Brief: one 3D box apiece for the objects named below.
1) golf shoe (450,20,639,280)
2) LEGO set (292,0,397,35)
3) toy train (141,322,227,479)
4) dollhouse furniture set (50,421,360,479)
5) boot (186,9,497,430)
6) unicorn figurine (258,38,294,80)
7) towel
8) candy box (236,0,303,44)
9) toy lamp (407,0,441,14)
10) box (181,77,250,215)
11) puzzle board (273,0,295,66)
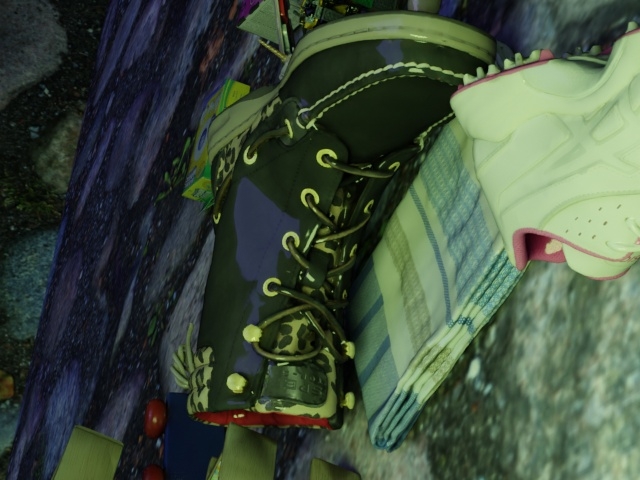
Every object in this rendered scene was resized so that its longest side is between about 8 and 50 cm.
[{"bbox_3d":[0.188,-0.051,0.616,0.306,0.115,0.140,172,90,-65],"label":"golf shoe"},{"bbox_3d":[-0.018,-0.377,1.168,0.192,0.255,0.331,20,105,43],"label":"LEGO set"},{"bbox_3d":[-0.146,0.228,1.253,0.248,0.105,0.143,-97,18,-49],"label":"toy train"},{"bbox_3d":[-0.111,0.268,0.890,0.161,0.242,0.212,-86,21,-65],"label":"dollhouse furniture set"},{"bbox_3d":[0.000,0.000,0.903,0.377,0.138,0.284,-19,61,57],"label":"boot"},{"bbox_3d":[0.005,-0.147,1.183,0.162,0.060,0.111,4,76,33],"label":"unicorn figurine"},{"bbox_3d":[0.093,0.001,0.890,0.285,0.034,0.209,-61,22,29],"label":"towel"},{"bbox_3d":[-0.023,-0.363,1.441,0.233,0.071,0.159,-22,53,64],"label":"candy box"},{"bbox_3d":[0.103,-0.251,1.015,0.080,0.080,0.275,167,116,-67],"label":"toy lamp"},{"bbox_3d":[-0.152,-0.130,1.631,0.105,0.043,0.179,151,132,-63],"label":"box"},{"bbox_3d":[-0.041,-0.253,1.298,0.096,0.011,0.128,36,-133,-82],"label":"puzzle board"}]
